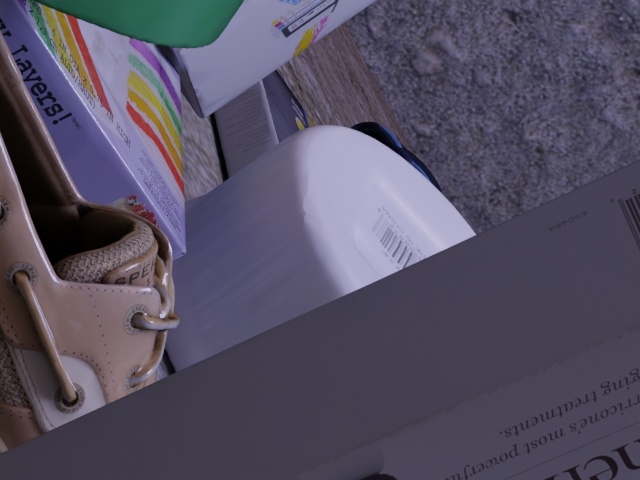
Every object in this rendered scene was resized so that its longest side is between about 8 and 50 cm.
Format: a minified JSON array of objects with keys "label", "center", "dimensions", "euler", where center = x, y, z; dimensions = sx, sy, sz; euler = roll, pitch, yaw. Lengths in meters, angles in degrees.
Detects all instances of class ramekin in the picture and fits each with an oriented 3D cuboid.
[{"label":"ramekin","center":[0.024,0.052,1.196],"dimensions":[0.277,0.135,0.277],"euler":[40,27,-25]}]

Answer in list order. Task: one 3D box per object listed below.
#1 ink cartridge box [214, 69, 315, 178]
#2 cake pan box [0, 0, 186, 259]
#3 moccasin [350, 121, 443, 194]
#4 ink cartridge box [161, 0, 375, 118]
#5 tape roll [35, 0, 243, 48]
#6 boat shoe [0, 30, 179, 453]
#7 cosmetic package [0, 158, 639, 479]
[{"label":"ink cartridge box","center":[0.000,0.000,1.629],"dimensions":[0.303,0.072,0.307],"euler":[55,12,-42]},{"label":"cake pan box","center":[-0.175,-0.136,1.064],"dimensions":[0.267,0.070,0.245],"euler":[58,10,-28]},{"label":"moccasin","center":[0.050,0.002,1.480],"dimensions":[0.117,0.138,0.342],"euler":[57,6,-24]},{"label":"ink cartridge box","center":[-0.053,-0.240,1.287],"dimensions":[0.171,0.233,0.168],"euler":[53,-6,13]},{"label":"tape roll","center":[-0.167,-0.216,0.848],"dimensions":[0.321,0.077,0.321],"euler":[32,16,-11]},{"label":"boat shoe","center":[-0.121,0.035,0.789],"dimensions":[0.341,0.110,0.121],"euler":[59,11,-26]},{"label":"cosmetic package","center":[0.068,0.148,0.714],"dimensions":[0.284,0.377,0.097],"euler":[57,14,-35]}]
